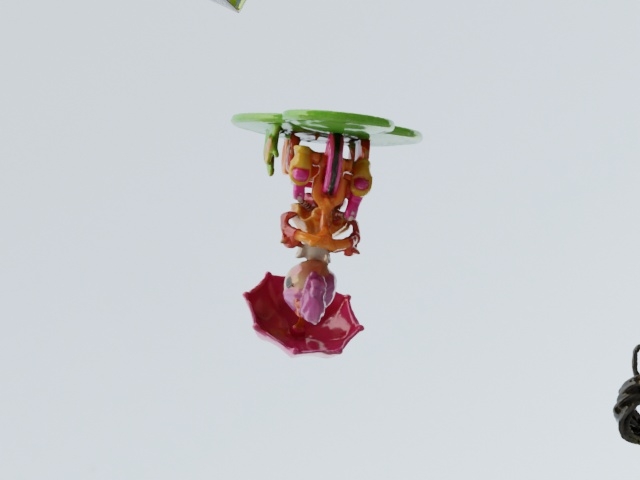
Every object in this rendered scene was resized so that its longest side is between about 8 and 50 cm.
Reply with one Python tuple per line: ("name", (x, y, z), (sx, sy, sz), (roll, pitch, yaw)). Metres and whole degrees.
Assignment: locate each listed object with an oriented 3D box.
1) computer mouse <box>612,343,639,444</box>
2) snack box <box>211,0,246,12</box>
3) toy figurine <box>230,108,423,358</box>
("computer mouse", (0.322, 0.046, 1.276), (0.188, 0.072, 0.272), (30, -104, -54))
("snack box", (-0.101, -0.154, 0.710), (0.037, 0.141, 0.100), (-62, -23, -3))
("toy figurine", (0.000, 0.000, 1.076), (0.130, 0.173, 0.159), (5, -91, -7))
